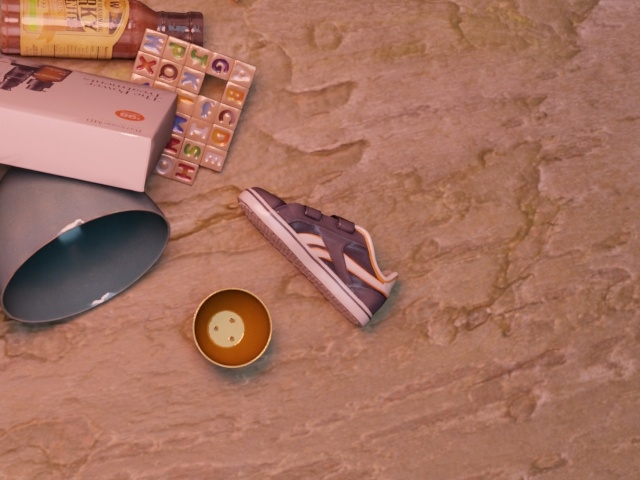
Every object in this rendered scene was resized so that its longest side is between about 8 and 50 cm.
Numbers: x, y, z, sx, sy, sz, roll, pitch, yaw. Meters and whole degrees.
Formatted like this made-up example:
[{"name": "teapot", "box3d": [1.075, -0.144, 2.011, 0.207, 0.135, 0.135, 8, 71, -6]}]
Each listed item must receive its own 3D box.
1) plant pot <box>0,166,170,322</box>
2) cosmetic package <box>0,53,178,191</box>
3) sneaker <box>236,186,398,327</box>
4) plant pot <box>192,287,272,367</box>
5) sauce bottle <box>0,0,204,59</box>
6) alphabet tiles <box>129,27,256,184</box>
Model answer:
[{"name": "plant pot", "box3d": [-0.415, -0.031, 1.708, 0.290, 0.290, 0.195, -28, 69, -14]}, {"name": "cosmetic package", "box3d": [-0.434, -0.198, 1.676, 0.377, 0.284, 0.097, 11, 114, -4]}, {"name": "sneaker", "box3d": [0.000, 0.000, 1.855, 0.321, 0.126, 0.127, 45, 81, -15]}, {"name": "plant pot", "box3d": [-0.156, 0.151, 1.817, 0.134, 0.095, 0.134, 1, 83, -12]}, {"name": "sauce bottle", "box3d": [-0.374, -0.366, 1.821, 0.344, 0.111, 0.111, -2, 84, -16]}, {"name": "alphabet tiles", "box3d": [-0.242, -0.222, 1.833, 0.198, 0.009, 0.237, 18, 105, -10]}]
